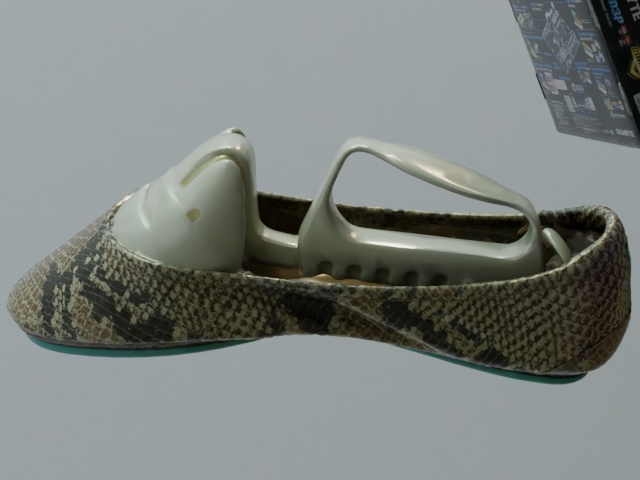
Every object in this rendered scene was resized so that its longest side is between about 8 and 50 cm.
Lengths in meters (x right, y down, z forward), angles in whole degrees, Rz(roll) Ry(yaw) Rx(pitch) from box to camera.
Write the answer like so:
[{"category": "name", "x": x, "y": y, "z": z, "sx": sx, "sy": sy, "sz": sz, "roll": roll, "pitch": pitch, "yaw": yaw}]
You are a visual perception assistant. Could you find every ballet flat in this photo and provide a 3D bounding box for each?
[{"category": "ballet flat", "x": 0.000, "y": 0.000, "z": 1.443, "sx": 0.164, "sy": 0.482, "sz": 0.182, "roll": -82, "pitch": -5, "yaw": -56}]

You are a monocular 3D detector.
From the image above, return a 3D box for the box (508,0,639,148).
[{"category": "box", "x": 0.238, "y": -0.176, "z": 1.679, "sx": 0.220, "sy": 0.051, "sz": 0.175, "roll": -151, "pitch": 38, "yaw": -76}]
